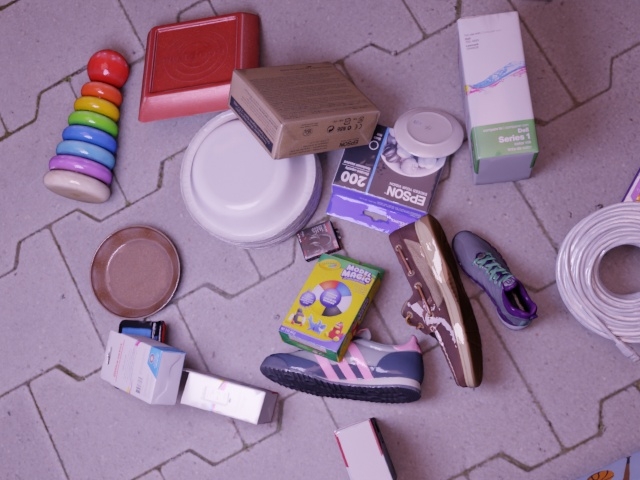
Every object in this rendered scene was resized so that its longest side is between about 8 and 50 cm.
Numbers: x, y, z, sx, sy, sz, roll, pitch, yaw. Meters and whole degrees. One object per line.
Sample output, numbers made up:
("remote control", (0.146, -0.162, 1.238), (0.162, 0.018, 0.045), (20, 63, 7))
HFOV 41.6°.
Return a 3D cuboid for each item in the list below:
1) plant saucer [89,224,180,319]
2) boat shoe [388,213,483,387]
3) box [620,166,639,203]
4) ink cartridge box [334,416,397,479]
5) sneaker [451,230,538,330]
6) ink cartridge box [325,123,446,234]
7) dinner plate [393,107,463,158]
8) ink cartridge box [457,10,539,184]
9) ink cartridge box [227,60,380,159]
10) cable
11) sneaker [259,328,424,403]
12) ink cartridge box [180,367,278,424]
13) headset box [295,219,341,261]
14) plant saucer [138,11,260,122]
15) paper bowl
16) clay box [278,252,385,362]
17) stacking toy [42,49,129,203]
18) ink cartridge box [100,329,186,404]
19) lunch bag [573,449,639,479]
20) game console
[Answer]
("plant saucer", (-0.384, 0.068, 1.765), (0.198, 0.036, 0.199), (-2, 80, 10))
("boat shoe", (0.215, 0.126, 1.621), (0.123, 0.123, 0.342), (-21, 78, 20))
("box", (0.734, -0.063, 1.586), (0.293, 0.057, 0.201), (29, 88, 13))
("ink cartridge box", (0.086, 0.397, 1.558), (0.072, 0.175, 0.127), (-21, 78, 3))
("sneaker", (0.340, 0.063, 1.605), (0.083, 0.098, 0.224), (-34, 79, -14))
("ink cartridge box", (0.134, -0.123, 1.706), (0.206, 0.045, 0.208), (17, 85, 11))
("dinner plate", (0.217, -0.221, 1.688), (0.141, 0.017, 0.141), (0, 51, 0))
("ink cartridge box", (0.335, -0.267, 1.615), (0.117, 0.201, 0.278), (-7, 79, 8))
("ink cartridge box", (-0.034, -0.258, 1.644), (0.234, 0.088, 0.193), (-13, 47, -32))
("cable", (0.567, 0.058, 1.549), (0.257, 0.089, 0.257), (38, 104, 12))
("sneaker", (0.045, 0.234, 1.644), (0.319, 0.112, 0.131), (6, 60, 11))
("ink cartridge box", (-0.195, 0.303, 1.652), (0.198, 0.115, 0.067), (14, 82, 13))
("headset box", (0.000, 0.000, 1.713), (0.083, 0.032, 0.062), (-20, 78, 7))
("plant saucer", (-0.258, -0.377, 1.768), (0.258, 0.048, 0.259), (-7, 59, 9))
("paper bowl", (-0.145, -0.132, 1.703), (0.284, 0.148, 0.284), (-2, 80, 11))
("clay box", (0.026, 0.116, 1.633), (0.127, 0.053, 0.222), (18, 61, 21))
("stacking toy", (-0.479, -0.252, 1.793), (0.141, 0.141, 0.330), (10, 78, 11))
("ink cartridge box", (-0.347, 0.244, 1.636), (0.181, 0.061, 0.104), (13, 90, 44))
("lunch bag", (0.579, 0.584, 1.421), (0.327, 0.239, 0.385), (-24, 93, 4))
("game console", (-0.369, 0.233, 1.712), (0.085, 0.124, 0.144), (6, 81, -16))
